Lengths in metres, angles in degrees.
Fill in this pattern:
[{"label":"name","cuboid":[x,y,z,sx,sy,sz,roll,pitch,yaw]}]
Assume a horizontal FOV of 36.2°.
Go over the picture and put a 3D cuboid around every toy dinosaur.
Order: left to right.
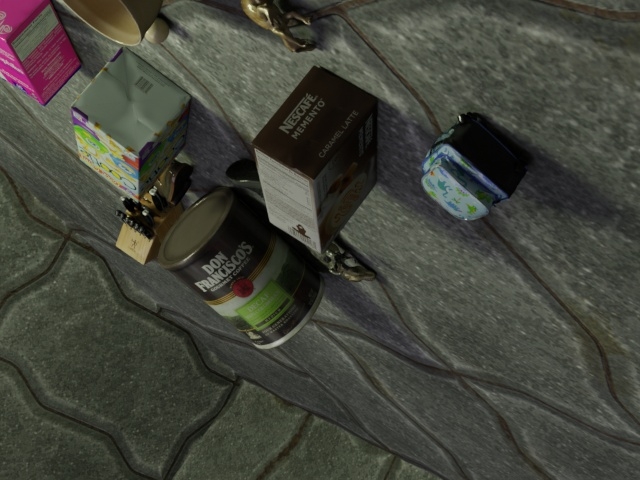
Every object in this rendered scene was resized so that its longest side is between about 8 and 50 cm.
[{"label":"toy dinosaur","cuboid":[-0.068,-0.270,1.123,0.183,0.053,0.092,45,163,-27]},{"label":"toy dinosaur","cuboid":[0.000,0.000,1.731,0.268,0.064,0.118,44,169,-14]}]

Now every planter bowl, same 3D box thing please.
[{"label":"planter bowl","cuboid":[-0.255,-0.337,1.216,0.162,0.109,0.162,33,163,12]}]

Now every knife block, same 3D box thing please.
[{"label":"knife block","cuboid":[-0.369,-0.077,2.260,0.088,0.242,0.275,34,-151,11]}]

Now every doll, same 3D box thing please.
[{"label":"doll","cuboid":[-0.300,-0.341,1.411,0.189,0.046,0.129,35,165,7]}]

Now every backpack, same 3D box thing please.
[{"label":"backpack","cuboid":[0.167,-0.077,1.128,0.105,0.084,0.114,39,166,-3]}]

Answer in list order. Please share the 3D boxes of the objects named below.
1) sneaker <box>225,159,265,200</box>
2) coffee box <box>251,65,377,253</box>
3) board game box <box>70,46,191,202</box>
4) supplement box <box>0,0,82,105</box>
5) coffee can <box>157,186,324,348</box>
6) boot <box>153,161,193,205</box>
[{"label":"sneaker","cuboid":[-0.088,-0.085,1.679,0.170,0.051,0.089,14,148,45]},{"label":"coffee box","cuboid":[-0.001,-0.101,1.306,0.098,0.141,0.246,32,162,14]},{"label":"board game box","cuboid":[-0.331,-0.193,1.710,0.144,0.142,0.275,36,164,0]},{"label":"supplement box","cuboid":[-0.519,-0.352,1.713,0.111,0.114,0.220,33,162,14]},{"label":"coffee can","cuboid":[-0.154,0.056,1.943,0.275,0.201,0.201,44,162,-26]},{"label":"boot","cuboid":[-0.321,-0.133,1.972,0.106,0.082,0.219,34,166,-2]}]
